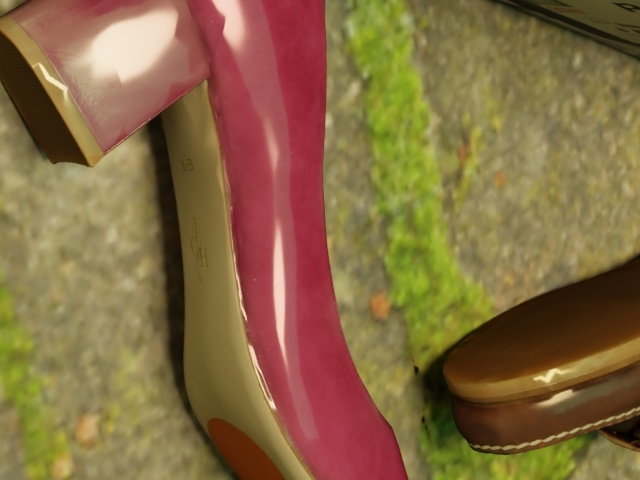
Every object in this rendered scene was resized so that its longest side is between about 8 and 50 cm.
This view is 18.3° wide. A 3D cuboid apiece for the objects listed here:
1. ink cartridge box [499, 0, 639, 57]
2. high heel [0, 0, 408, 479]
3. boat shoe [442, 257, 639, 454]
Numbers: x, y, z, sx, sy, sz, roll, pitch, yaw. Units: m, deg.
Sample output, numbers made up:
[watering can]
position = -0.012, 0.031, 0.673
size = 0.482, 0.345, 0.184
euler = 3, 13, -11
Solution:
[ink cartridge box]
position = 0.137, -0.112, 0.673
size = 0.218, 0.158, 0.092
euler = 17, 87, -41
[high heel]
position = 0.000, 0.000, 0.627
size = 0.117, 0.082, 0.244
euler = -37, 108, -19
[boat shoe]
position = 0.131, 0.043, 0.753
size = 0.207, 0.073, 0.073
euler = -22, 110, -36
